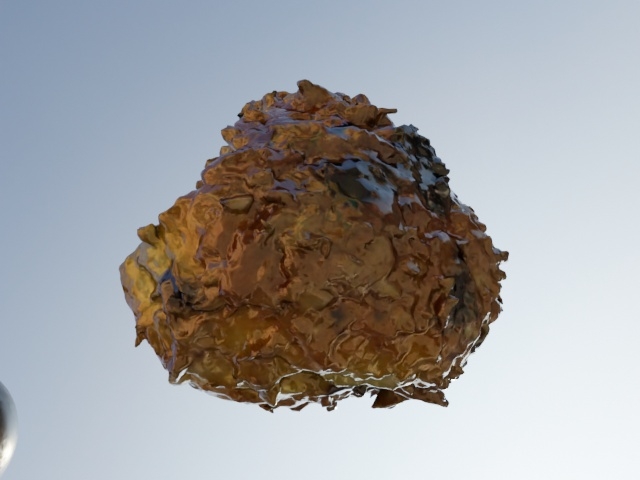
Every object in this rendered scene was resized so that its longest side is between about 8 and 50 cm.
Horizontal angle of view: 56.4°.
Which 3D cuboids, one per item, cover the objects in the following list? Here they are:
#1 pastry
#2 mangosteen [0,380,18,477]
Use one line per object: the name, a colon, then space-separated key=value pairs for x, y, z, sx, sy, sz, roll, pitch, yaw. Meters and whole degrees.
pastry: x=0.011 y=0.012 z=0.623 sx=0.338 sy=0.405 sz=0.292 roll=30 pitch=-63 yaw=-8
mangosteen: x=-0.481 y=0.243 z=0.728 sx=0.210 sy=0.210 sz=0.209 roll=-7 pitch=-72 yaw=-22
